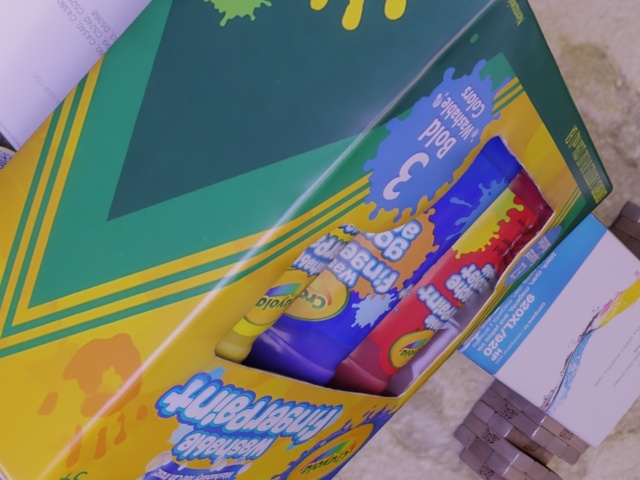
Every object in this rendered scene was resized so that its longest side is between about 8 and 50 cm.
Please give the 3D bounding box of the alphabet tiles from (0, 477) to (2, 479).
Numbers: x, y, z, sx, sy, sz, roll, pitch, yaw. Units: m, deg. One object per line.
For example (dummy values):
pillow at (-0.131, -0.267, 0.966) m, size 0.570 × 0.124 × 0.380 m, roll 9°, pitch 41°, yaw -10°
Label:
alphabet tiles at (-0.340, 0.261, 0.977) m, size 0.198 × 0.009 × 0.237 m, roll -13°, pitch 118°, yaw -26°

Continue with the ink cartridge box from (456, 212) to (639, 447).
ink cartridge box at (0.205, 0.054, 1.101) m, size 0.232 × 0.171 × 0.168 m, roll 36°, pitch 92°, yaw -36°

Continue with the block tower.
block tower at (0.282, 0.127, 1.231) m, size 0.091 × 0.097 × 0.335 m, roll 35°, pitch 91°, yaw -38°

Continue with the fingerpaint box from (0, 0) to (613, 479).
fingerpaint box at (0.000, 0.000, 0.795) m, size 0.371 × 0.163 × 0.445 m, roll -46°, pitch 158°, yaw 5°

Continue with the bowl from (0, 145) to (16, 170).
bowl at (-0.275, -0.003, 0.847) m, size 0.170 × 0.080 × 0.170 m, roll -12°, pitch 117°, yaw -25°

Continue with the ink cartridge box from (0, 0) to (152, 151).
ink cartridge box at (-0.146, -0.201, 0.758) m, size 0.270 × 0.198 × 0.197 m, roll -42°, pitch 127°, yaw -8°
